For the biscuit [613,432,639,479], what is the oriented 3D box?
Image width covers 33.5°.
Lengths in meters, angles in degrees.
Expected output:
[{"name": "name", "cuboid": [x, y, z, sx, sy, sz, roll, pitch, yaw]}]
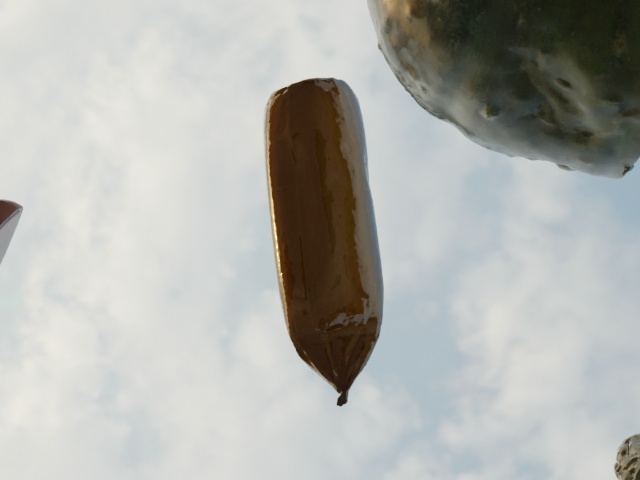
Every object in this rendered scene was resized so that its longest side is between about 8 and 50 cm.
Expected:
[{"name": "biscuit", "cuboid": [0.254, 0.122, 0.605, 0.168, 0.082, 0.070, -26, -64, 17]}]

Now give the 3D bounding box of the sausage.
[{"name": "sausage", "cuboid": [0.006, 0.001, 1.065, 0.112, 0.112, 0.328, -10, -99, 23]}]

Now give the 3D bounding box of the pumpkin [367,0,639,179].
[{"name": "pumpkin", "cuboid": [0.133, -0.200, 0.641, 0.197, 0.263, 0.293, 18, -91, 8]}]

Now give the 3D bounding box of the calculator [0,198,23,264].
[{"name": "calculator", "cuboid": [-0.401, 0.103, 0.995, 0.048, 0.220, 0.330, 35, -66, 4]}]
